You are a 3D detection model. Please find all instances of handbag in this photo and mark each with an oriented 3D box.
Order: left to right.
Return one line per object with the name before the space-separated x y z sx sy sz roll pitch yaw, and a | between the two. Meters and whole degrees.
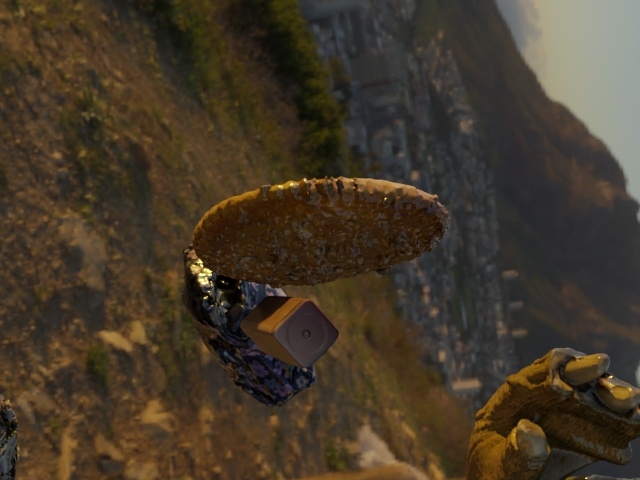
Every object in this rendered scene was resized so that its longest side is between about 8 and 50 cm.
handbag | -0.102 0.094 1.198 0.208 0.127 0.229 56 5 -35

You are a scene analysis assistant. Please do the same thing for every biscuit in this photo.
biscuit | 0.000 0.000 0.890 0.254 0.254 0.035 46 35 -67

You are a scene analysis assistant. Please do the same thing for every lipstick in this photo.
lipstick | -0.029 0.076 0.783 0.045 0.045 0.145 46 -12 -9

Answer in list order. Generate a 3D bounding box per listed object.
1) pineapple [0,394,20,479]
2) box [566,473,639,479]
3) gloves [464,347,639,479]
pineapple | -0.523 0.284 1.074 0.352 0.300 0.352 -175 -90 -86
box | 0.479 0.507 1.237 0.091 0.350 0.359 94 4 -76
gloves | 0.276 0.263 1.178 0.155 0.203 0.356 58 -40 31
